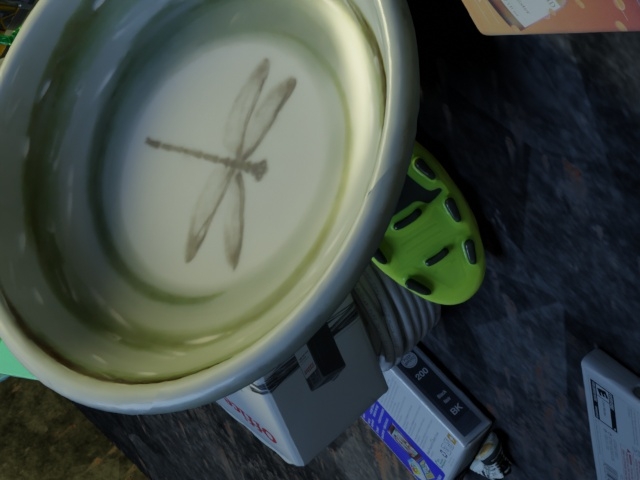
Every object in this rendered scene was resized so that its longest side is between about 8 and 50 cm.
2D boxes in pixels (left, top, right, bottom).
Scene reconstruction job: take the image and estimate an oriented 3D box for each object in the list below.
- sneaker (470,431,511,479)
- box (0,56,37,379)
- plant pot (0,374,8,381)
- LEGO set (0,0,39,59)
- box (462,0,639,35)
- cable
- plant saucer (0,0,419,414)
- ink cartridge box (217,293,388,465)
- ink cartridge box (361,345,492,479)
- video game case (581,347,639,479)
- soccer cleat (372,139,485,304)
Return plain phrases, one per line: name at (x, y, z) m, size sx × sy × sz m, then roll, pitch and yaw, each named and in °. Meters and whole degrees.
sneaker at (0.169, 0.209, 1.785) m, size 0.037 × 0.032 × 0.083 m, roll 32°, pitch 163°, yaw 9°
box at (-0.211, -0.039, 1.658) m, size 0.127 × 0.231 × 0.262 m, roll 6°, pitch 114°, yaw 29°
plant pot at (-0.379, -0.036, 1.805) m, size 0.293 × 0.235 × 0.293 m, roll 15°, pitch 147°, yaw 10°
LEGO set at (-0.284, -0.200, 1.910) m, size 0.255 × 0.192 × 0.331 m, roll 5°, pitch 143°, yaw 25°
box at (0.127, -0.185, 0.978) m, size 0.130 × 0.091 × 0.170 m, roll 57°, pitch 162°, yaw -18°
cable at (0.000, 0.000, 1.671) m, size 0.257 × 0.089 × 0.257 m, roll 55°, pitch 163°, yaw -14°
plant saucer at (-0.082, -0.062, 1.355) m, size 0.400 × 0.400 × 0.100 m, roll 36°, pitch -174°, yaw 38°
ink cartridge box at (-0.073, 0.034, 1.571) m, size 0.197 × 0.114 × 0.273 m, roll 35°, pitch 156°, yaw 41°
ink cartridge box at (0.073, 0.150, 1.861) m, size 0.208 × 0.045 × 0.206 m, roll 45°, pitch 162°, yaw 13°
video game case at (0.290, 0.200, 1.473) m, size 0.193 × 0.023 × 0.212 m, roll 38°, pitch 158°, yaw 35°
soccer cleat at (0.031, -0.071, 1.497) m, size 0.289 × 0.093 × 0.121 m, roll 46°, pitch -167°, yaw -1°
